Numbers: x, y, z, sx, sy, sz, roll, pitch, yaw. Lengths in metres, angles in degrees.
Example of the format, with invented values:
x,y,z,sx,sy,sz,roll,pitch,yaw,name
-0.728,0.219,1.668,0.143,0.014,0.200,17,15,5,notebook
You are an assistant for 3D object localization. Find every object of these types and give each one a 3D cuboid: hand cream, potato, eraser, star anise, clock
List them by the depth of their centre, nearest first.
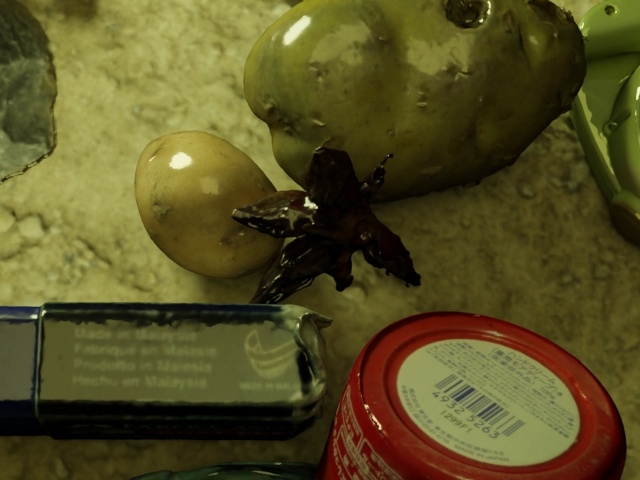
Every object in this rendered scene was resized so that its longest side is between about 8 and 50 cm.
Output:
x,y,z,sx,sy,sz,roll,pitch,yaw,name
0.112,0.173,1.131,0.230,0.149,0.230,9,37,-7,hand cream
-0.158,0.106,1.175,0.332,0.155,0.102,0,76,-4,eraser
-0.002,-0.003,1.209,0.157,0.212,0.053,-22,51,-4,star anise
-0.094,-0.034,1.246,0.147,0.112,0.112,38,75,-1,potato
0.083,-0.133,1.256,0.296,0.141,0.192,-10,103,-4,potato
0.361,-0.081,1.297,0.235,0.096,0.308,-13,77,-9,clock

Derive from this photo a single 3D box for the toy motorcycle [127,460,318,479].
x,y,z,sx,sy,sz,roll,pitch,yaw,name
-0.061,0.270,1.152,0.260,0.154,0.206,2,51,-11,toy motorcycle
